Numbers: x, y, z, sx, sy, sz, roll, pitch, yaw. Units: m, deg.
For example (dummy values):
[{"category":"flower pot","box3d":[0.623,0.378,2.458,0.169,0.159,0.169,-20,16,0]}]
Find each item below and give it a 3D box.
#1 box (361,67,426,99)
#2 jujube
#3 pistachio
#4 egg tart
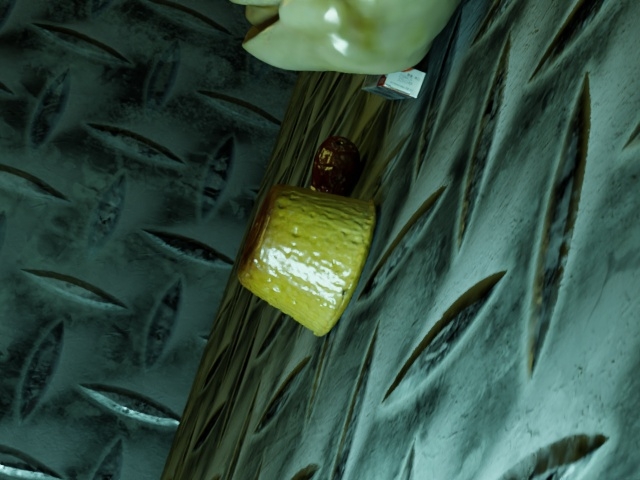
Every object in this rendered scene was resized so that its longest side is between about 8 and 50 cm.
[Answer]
[{"category":"box","box3d":[0.106,-0.235,1.972,0.218,0.055,0.039,-140,70,-83]},{"category":"jujube","box3d":[0.019,-0.105,2.140,0.077,0.077,0.129,-78,7,-50]},{"category":"pistachio","box3d":[0.048,-0.367,1.844,0.445,0.365,0.281,-136,23,-78]},{"category":"egg tart","box3d":[-0.023,0.017,1.824,0.202,0.147,0.202,-159,90,-80]}]
